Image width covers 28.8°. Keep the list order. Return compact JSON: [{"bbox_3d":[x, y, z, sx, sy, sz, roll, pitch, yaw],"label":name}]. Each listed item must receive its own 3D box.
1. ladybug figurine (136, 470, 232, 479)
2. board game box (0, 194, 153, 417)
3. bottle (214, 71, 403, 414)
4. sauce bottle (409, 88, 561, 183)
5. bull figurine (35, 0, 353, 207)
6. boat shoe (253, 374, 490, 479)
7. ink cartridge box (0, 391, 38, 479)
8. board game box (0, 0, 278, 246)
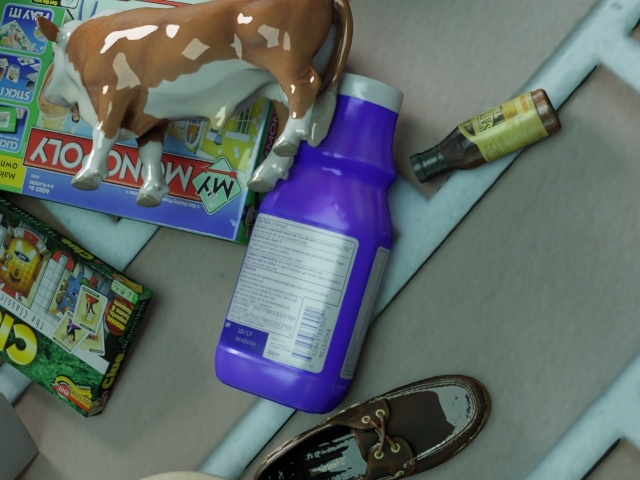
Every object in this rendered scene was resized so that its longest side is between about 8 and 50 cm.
[{"bbox_3d":[-0.130,0.407,1.014,0.305,0.162,0.449,20,89,22],"label":"ladybug figurine"},{"bbox_3d":[-0.288,0.043,1.178,0.260,0.030,0.136,30,110,18],"label":"board game box"},{"bbox_3d":[0.000,0.000,1.062,0.118,0.092,0.282,15,88,24],"label":"bottle"},{"bbox_3d":[0.137,-0.085,1.048,0.128,0.042,0.042,-25,74,14],"label":"sauce bottle"},{"bbox_3d":[-0.121,-0.131,1.055,0.310,0.101,0.188,-10,67,23],"label":"bull figurine"},{"bbox_3d":[0.041,0.170,1.033,0.207,0.073,0.073,-29,72,14],"label":"boat shoe"},{"bbox_3d":[-0.378,0.171,1.143,0.176,0.127,0.128,28,63,23],"label":"ink cartridge box"},{"bbox_3d":[-0.184,-0.129,1.178,0.317,0.046,0.213,12,86,22],"label":"board game box"}]
